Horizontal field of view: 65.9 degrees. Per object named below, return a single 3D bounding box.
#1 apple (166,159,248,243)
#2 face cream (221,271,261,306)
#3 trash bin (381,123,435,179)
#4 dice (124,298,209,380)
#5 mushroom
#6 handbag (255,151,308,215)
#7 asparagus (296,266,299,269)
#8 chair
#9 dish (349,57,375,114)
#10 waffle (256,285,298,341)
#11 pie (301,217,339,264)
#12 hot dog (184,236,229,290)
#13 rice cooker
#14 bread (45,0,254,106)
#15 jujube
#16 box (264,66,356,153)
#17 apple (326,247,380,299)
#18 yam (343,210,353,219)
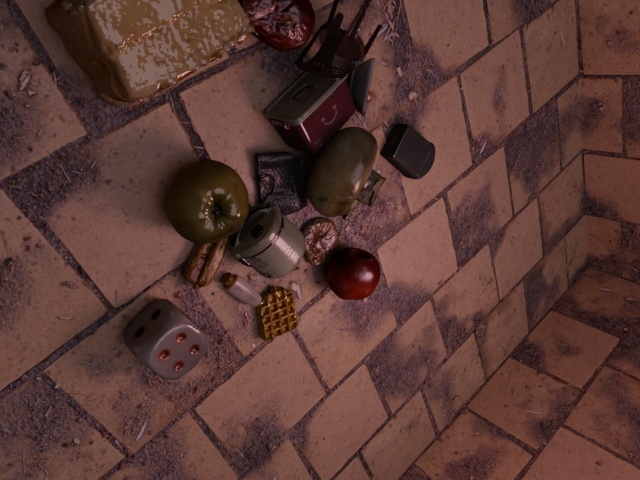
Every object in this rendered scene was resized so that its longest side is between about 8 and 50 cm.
[{"bbox_3d":[-0.341,-0.112,1.521,0.263,0.262,0.262,-15,115,-35],"label":"apple"},{"bbox_3d":[-0.286,0.180,1.800,0.072,0.051,0.182,-51,129,-8],"label":"face cream"},{"bbox_3d":[0.383,-0.374,2.113,0.236,0.101,0.176,29,89,-39],"label":"trash bin"},{"bbox_3d":[-0.492,0.318,1.589,0.192,0.194,0.193,-47,128,-14],"label":"dice"},{"bbox_3d":[0.096,-0.232,1.782,0.352,0.261,0.352,-61,174,-11],"label":"mushroom"},{"bbox_3d":[-0.143,-0.196,1.763,0.175,0.089,0.270,-17,121,-22],"label":"handbag"},{"bbox_3d":[-0.144,0.114,1.915,0.163,0.016,0.016,-1,88,-38],"label":"asparagus"},{"bbox_3d":[0.062,-0.644,1.638,0.326,0.176,0.183,-64,167,-6],"label":"chair"},{"bbox_3d":[0.142,-0.557,1.799,0.080,0.243,0.181,11,100,2],"label":"dish"},{"bbox_3d":[-0.169,0.271,1.928,0.161,0.055,0.210,-19,116,-32],"label":"waffle"},{"bbox_3d":[0.000,0.000,1.971,0.195,0.046,0.194,-15,114,-36],"label":"pie"},{"bbox_3d":[-0.380,0.052,1.662,0.102,0.076,0.249,23,86,-3],"label":"hot dog"},{"bbox_3d":[-0.189,-0.001,1.699,0.226,0.226,0.244,-54,134,-10],"label":"rice cooker"},{"bbox_3d":[-0.422,-0.528,1.211,0.371,0.390,0.279,-43,123,-20],"label":"bread"},{"bbox_3d":[-0.142,-0.690,1.516,0.256,0.190,0.189,-4,109,-37],"label":"jujube"},{"bbox_3d":[-0.025,-0.446,1.698,0.294,0.193,0.167,-48,138,-16],"label":"box"},{"bbox_3d":[0.134,0.135,2.017,0.218,0.218,0.201,-8,115,-37],"label":"apple"},{"bbox_3d":[0.131,-0.134,2.044,0.021,0.021,0.116,38,80,-41],"label":"yam"}]
